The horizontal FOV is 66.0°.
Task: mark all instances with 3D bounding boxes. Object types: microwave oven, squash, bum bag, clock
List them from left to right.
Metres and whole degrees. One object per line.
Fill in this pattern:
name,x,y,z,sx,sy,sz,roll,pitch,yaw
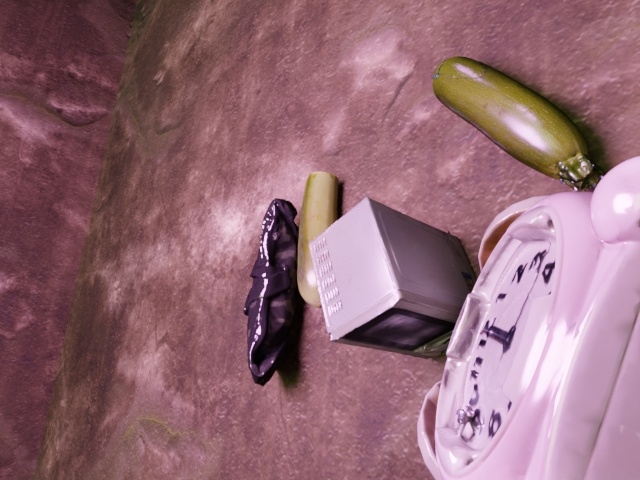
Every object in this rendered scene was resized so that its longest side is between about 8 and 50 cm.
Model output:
bum bag,-0.087,0.090,0.903,0.095,0.144,0.340,3,75,5
squash,0.000,0.000,0.880,0.083,0.083,0.250,-23,57,41
microwave oven,0.101,0.060,0.644,0.129,0.205,0.163,-40,48,31
squash,0.253,-0.163,0.654,0.087,0.087,0.331,-52,46,21
clock,0.213,0.108,0.442,0.342,0.184,0.326,-64,0,-4
